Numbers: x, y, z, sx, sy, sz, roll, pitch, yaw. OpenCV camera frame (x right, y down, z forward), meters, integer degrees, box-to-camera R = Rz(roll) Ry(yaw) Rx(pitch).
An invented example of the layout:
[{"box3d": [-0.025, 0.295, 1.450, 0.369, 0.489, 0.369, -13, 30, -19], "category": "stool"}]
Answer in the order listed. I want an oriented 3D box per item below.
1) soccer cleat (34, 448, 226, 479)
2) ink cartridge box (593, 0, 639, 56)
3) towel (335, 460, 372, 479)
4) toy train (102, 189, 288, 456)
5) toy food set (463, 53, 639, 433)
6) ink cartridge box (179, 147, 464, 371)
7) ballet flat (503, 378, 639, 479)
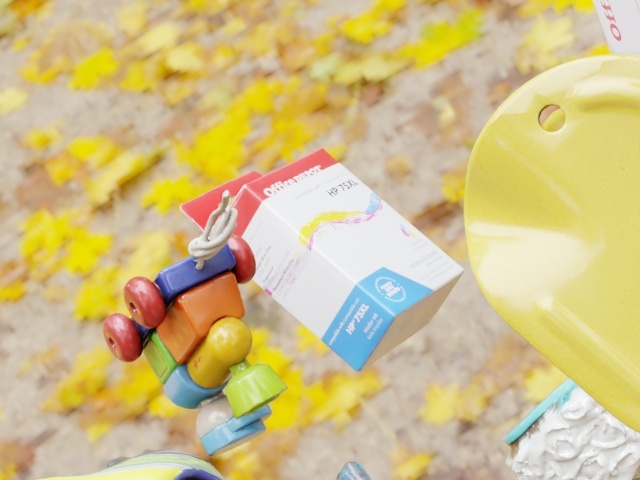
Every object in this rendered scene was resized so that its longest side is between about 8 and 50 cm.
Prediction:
[{"box3d": [-0.186, 0.243, 1.473, 0.121, 0.093, 0.289, 15, 22, 39], "category": "soccer cleat"}, {"box3d": [0.369, -0.273, 1.548, 0.197, 0.198, 0.270, -30, 22, -15], "category": "ink cartridge box"}, {"box3d": [0.067, 0.396, 1.406, 0.370, 0.040, 0.271, 55, 130, 33], "category": "towel"}, {"box3d": [-0.074, 0.072, 1.369, 0.105, 0.143, 0.248, -26, -11, -26], "category": "toy train"}, {"box3d": [0.159, 0.017, 0.745, 0.128, 0.218, 0.071, -49, -8, 10], "category": "toy food set"}, {"box3d": [0.000, 0.000, 1.634, 0.231, 0.078, 0.134, 41, 35, 14], "category": "ink cartridge box"}, {"box3d": [0.307, 0.063, 1.341, 0.409, 0.147, 0.147, -51, 29, 21], "category": "ballet flat"}]
